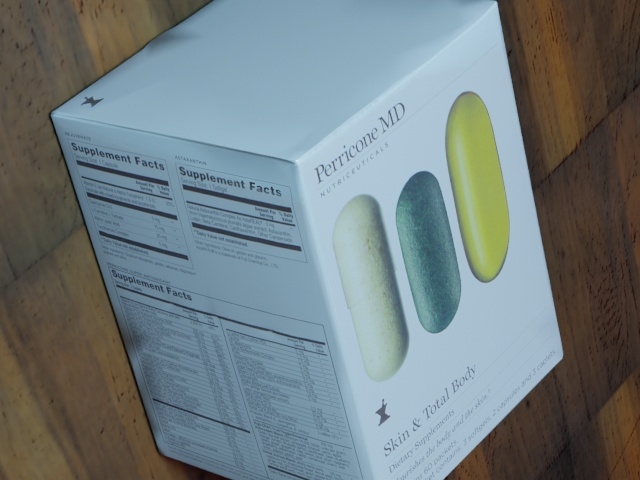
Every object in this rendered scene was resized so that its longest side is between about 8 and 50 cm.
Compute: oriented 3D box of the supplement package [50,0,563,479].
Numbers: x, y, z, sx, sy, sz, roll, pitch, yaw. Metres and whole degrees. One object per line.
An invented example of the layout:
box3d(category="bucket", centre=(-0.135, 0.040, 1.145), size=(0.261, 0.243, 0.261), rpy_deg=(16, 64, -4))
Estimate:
box3d(category="supplement package", centre=(0.000, 0.000, 1.220), size=(0.199, 0.198, 0.262), rpy_deg=(-40, 129, -37))
